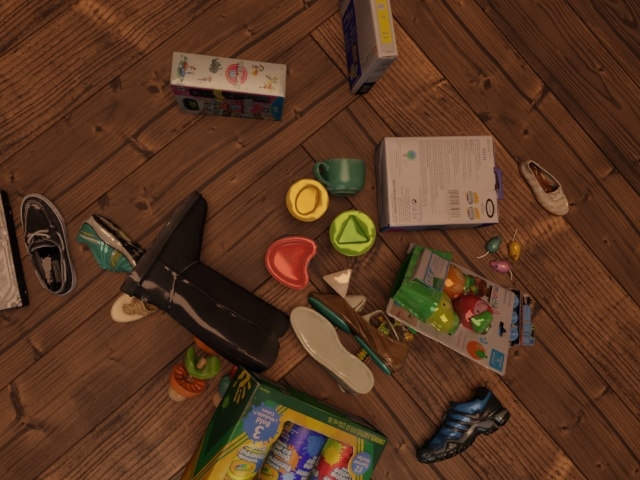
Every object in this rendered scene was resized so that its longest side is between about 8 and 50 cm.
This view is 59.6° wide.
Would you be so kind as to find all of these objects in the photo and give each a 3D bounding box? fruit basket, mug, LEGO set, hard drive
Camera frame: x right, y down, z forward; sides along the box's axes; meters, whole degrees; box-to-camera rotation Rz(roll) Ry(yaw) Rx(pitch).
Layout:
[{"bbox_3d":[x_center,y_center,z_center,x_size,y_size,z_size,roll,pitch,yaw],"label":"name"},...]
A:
[{"bbox_3d":[0.380,0.168,1.566,0.353,0.165,0.327,24,43,6],"label":"fruit basket"},{"bbox_3d":[0.054,-0.184,1.653,0.158,0.129,0.097,0,88,-4],"label":"mug"},{"bbox_3d":[0.228,0.276,1.650,0.287,0.107,0.132,-17,88,-8],"label":"LEGO set"},{"bbox_3d":[-0.967,0.042,1.548,0.237,0.064,0.338,-11,86,-8],"label":"hard drive"}]

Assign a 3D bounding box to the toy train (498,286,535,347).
[{"bbox_3d":[0.599,0.237,1.715,0.105,0.080,0.184,5,83,-16],"label":"toy train"}]

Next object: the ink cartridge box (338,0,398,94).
[{"bbox_3d":[0.129,-0.616,1.607,0.072,0.303,0.306,-5,87,-10],"label":"ink cartridge box"}]

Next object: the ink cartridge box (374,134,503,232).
[{"bbox_3d":[0.374,-0.168,1.679,0.396,0.151,0.269,-2,87,-6],"label":"ink cartridge box"}]

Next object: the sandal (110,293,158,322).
[{"bbox_3d":[-0.487,0.167,1.586,0.240,0.079,0.088,-18,88,-8],"label":"sandal"}]

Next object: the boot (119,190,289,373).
[{"bbox_3d":[-0.269,0.117,1.573,0.445,0.146,0.366,34,58,-11],"label":"boot"}]

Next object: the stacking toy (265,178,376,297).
[{"bbox_3d":[0.000,0.000,1.638,0.280,0.130,0.308,24,94,0],"label":"stacking toy"}]

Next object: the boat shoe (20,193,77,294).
[{"bbox_3d":[-0.767,0.009,1.553,0.108,0.102,0.300,-16,88,-8],"label":"boat shoe"}]

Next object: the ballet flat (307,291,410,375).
[{"bbox_3d":[0.119,0.233,1.603,0.124,0.116,0.342,-44,62,-15],"label":"ballet flat"}]

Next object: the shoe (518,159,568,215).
[{"bbox_3d":[0.710,-0.166,1.765,0.077,0.058,0.219,-40,91,-8],"label":"shoe"}]

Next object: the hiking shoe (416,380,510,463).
[{"bbox_3d":[0.407,0.553,1.668,0.304,0.113,0.132,-30,59,-2],"label":"hiking shoe"}]

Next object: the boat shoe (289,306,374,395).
[{"bbox_3d":[0.015,0.327,1.620,0.319,0.099,0.116,46,55,-4],"label":"boat shoe"}]

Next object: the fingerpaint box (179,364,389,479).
[{"bbox_3d":[-0.094,0.599,1.490,0.445,0.163,0.370,31,82,-24],"label":"fingerpaint box"}]

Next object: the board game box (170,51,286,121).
[{"bbox_3d":[-0.254,-0.429,1.587,0.304,0.224,0.097,3,84,-6],"label":"board game box"}]

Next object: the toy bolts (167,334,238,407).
[{"bbox_3d":[-0.308,0.374,1.577,0.229,0.218,0.158,31,112,-21],"label":"toy bolts"}]

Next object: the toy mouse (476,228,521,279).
[{"bbox_3d":[0.560,0.045,1.745,0.143,0.031,0.160,-4,86,-7],"label":"toy mouse"}]

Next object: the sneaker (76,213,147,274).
[{"bbox_3d":[-0.573,0.046,1.590,0.275,0.107,0.110,42,100,3],"label":"sneaker"}]
